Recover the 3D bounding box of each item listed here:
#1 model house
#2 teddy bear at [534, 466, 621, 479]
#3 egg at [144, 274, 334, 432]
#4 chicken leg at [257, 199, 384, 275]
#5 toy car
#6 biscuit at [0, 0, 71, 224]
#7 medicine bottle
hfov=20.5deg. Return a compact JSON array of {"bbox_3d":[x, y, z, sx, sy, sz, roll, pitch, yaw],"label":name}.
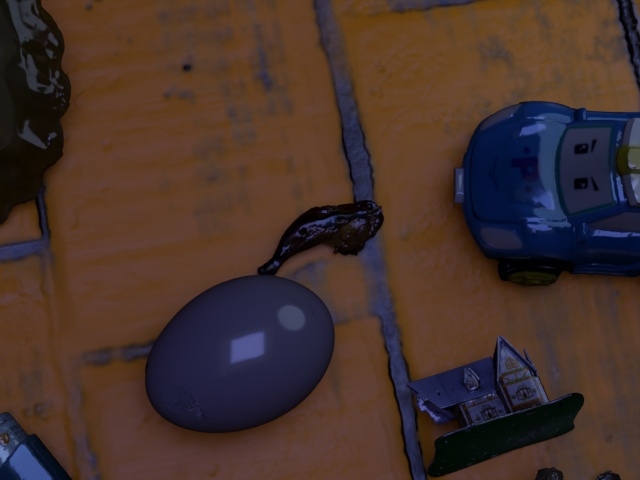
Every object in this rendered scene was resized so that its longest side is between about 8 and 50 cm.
[{"bbox_3d":[0.172,0.163,1.799,0.167,0.117,0.088,-18,63,-8],"label":"model house"},{"bbox_3d":[0.284,0.290,1.794,0.160,0.078,0.119,7,54,-21],"label":"teddy bear"},{"bbox_3d":[-0.081,0.114,1.755,0.199,0.146,0.146,-23,80,-4],"label":"egg"},{"bbox_3d":[-0.001,-0.005,1.851,0.145,0.037,0.062,-16,93,-11],"label":"chicken leg"},{"bbox_3d":[0.298,-0.056,1.827,0.314,0.166,0.198,4,73,-4],"label":"toy car"},{"bbox_3d":[-0.407,-0.172,1.772,0.329,0.078,0.335,13,93,-19],"label":"biscuit"},{"bbox_3d":[-0.239,0.274,1.737,0.124,0.079,0.258,-42,84,-9],"label":"medicine bottle"}]
